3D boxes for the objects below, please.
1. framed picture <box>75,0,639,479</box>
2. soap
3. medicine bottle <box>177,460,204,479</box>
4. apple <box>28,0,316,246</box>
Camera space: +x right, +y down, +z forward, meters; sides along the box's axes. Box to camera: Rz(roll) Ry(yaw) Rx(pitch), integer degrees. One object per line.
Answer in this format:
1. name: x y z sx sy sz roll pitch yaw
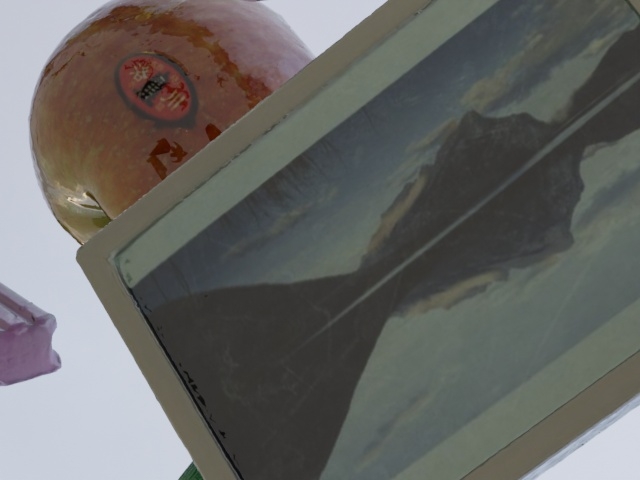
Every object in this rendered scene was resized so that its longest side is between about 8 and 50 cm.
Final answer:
1. framed picture: 0.035 0.003 0.530 0.203 0.015 0.150 -37 -111 13
2. soap: -0.369 0.097 1.863 0.203 0.122 0.065 24 -57 57
3. medicine bottle: -0.025 0.139 1.634 0.076 0.309 0.111 42 -31 3
4. apple: -0.114 -0.070 1.508 0.309 0.250 0.277 47 -30 44
